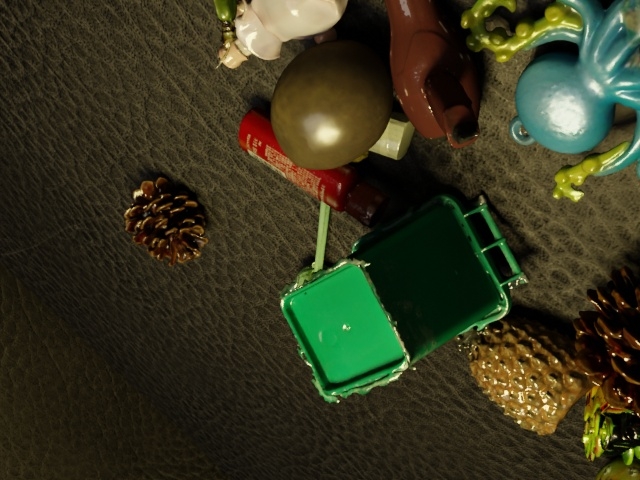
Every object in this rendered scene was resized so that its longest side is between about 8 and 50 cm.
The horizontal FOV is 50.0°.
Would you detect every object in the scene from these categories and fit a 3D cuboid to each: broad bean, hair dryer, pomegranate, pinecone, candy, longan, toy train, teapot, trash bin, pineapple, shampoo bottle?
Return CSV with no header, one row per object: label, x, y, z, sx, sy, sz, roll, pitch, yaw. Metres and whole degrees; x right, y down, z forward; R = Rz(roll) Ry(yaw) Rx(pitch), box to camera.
broad bean,-0.199,-0.427,1.057,0.098,0.056,0.318,-34,71,38
hair dryer,0.152,-0.234,0.903,0.123,0.340,0.312,-19,118,9
pomegranate,0.704,0.560,1.489,0.220,0.156,0.156,21,142,15
pinecone,0.530,0.143,1.083,0.264,0.264,0.264,21,142,18
candy,0.000,0.000,1.473,0.119,0.119,0.439,21,135,18
longan,0.015,-0.210,1.066,0.212,0.198,0.198,-39,105,17
toy train,0.554,0.328,1.273,0.101,0.160,0.296,7,159,13
teapot,0.061,-0.219,1.183,0.200,0.077,0.107,21,117,18
trash bin,0.144,0.092,1.167,0.295,0.381,0.259,-30,87,36
pinecone,-0.360,-0.035,1.644,0.212,0.168,0.185,31,160,28
pineapple,0.357,0.211,1.355,0.362,0.202,0.202,39,146,18
shampoo bottle,-0.015,-0.136,1.294,0.314,0.076,0.118,34,153,17

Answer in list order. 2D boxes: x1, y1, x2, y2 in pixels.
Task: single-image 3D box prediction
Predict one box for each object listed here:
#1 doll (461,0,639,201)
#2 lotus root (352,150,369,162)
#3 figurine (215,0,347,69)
doll,0.371,-0.237,0.910,0.346,0.099,0.341,47,134,-4
lotus root,0.044,-0.179,1.257,0.099,0.054,0.049,30,125,12
figurine,-0.063,-0.362,1.067,0.276,0.133,0.200,-15,127,47
